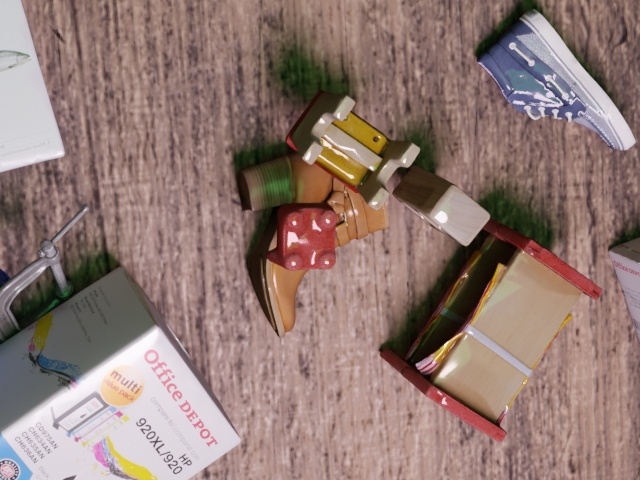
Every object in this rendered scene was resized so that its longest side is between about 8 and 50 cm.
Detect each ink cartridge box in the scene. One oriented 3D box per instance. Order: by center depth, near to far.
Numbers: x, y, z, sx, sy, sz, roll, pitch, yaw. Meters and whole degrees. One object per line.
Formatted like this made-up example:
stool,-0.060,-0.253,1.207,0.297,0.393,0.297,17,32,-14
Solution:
ink cartridge box,-0.234,0.176,1.506,0.233,0.168,0.171,-35,118,-5
ink cartridge box,0.386,0.068,1.678,0.056,0.099,0.135,-23,104,-8

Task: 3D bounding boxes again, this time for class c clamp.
c clamp,-0.280,0.045,1.510,0.022,0.160,0.137,43,68,13

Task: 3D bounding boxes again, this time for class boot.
boot,0.000,0.000,1.597,0.152,0.073,0.197,-11,107,-17
boot,0.257,-0.155,1.635,0.086,0.069,0.190,-40,97,4

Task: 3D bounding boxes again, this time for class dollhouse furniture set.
dollhouse furniture set,0.087,0.023,1.561,0.374,0.152,0.201,35,91,-21

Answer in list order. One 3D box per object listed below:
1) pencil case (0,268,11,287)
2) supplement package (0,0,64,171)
pencil case,-0.445,0.120,1.492,0.306,0.133,0.119,-52,149,0
supplement package,-0.328,-0.161,1.475,0.105,0.105,0.179,-16,102,-9
